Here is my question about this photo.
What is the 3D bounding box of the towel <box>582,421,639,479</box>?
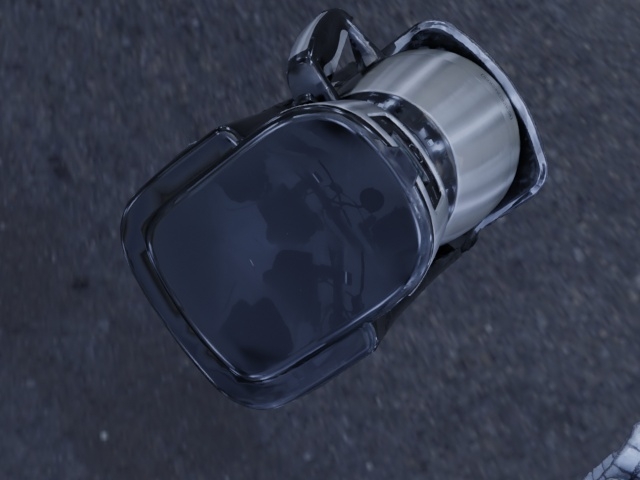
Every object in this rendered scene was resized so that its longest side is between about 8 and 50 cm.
[{"bbox_3d":[0.260,0.276,1.331,0.235,0.121,0.284,26,144,5],"label":"towel"}]

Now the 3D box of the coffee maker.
[{"bbox_3d":[0.000,0.000,0.793,0.120,0.178,0.171,34,115,10],"label":"coffee maker"}]
